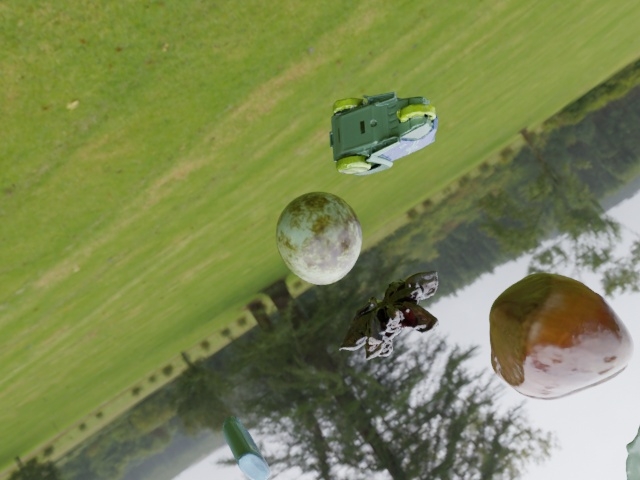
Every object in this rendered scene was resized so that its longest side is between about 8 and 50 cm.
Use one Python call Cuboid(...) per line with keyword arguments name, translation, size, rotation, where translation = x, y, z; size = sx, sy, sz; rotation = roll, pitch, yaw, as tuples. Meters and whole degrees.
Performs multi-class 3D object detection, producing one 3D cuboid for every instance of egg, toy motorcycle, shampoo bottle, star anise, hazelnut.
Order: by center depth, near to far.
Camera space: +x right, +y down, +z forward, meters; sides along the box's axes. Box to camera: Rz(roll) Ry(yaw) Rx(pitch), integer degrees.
Cuboid(name="star anise", translation=(0.158, 0.162, 1.537), size=(0.212, 0.129, 0.283), rotation=(-42, -172, 28))
Cuboid(name="hazelnut", translation=(0.603, 0.249, 1.803), size=(0.372, 0.372, 0.316), rotation=(116, -11, -75))
Cuboid(name="toy motorcycle", translation=(0.190, -0.291, 1.876), size=(0.326, 0.191, 0.199), rotation=(-10, 169, 41))
Cuboid(name="shampoo bottle", translation=(-0.209, 0.548, 1.900), size=(0.061, 0.104, 0.258), rotation=(-43, -158, -7))
Cuboid(name="egg", translation=(0.000, 0.000, 1.966), size=(0.238, 0.238, 0.289), rotation=(-33, 140, -12))

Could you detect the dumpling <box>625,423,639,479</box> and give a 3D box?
Cuboid(name="dumpling", translation=(0.633, 0.391, 1.002), size=(0.211, 0.270, 0.320), rotation=(-14, -162, -26))
